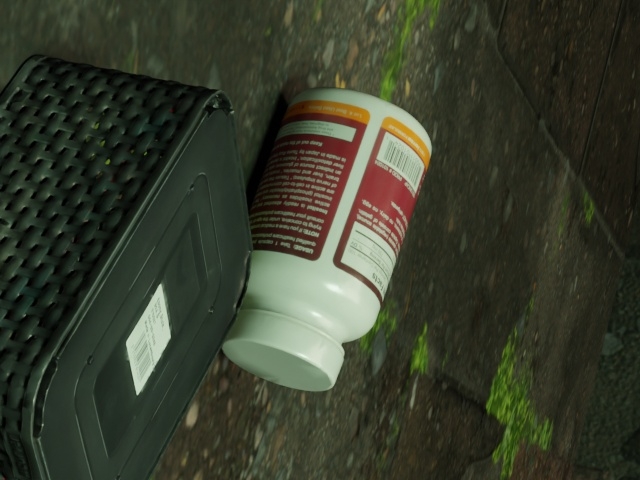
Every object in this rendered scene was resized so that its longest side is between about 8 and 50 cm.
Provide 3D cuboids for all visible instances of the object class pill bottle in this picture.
[{"bbox_3d":[0.000,0.000,1.050,0.086,0.086,0.152,67,40,-62],"label":"pill bottle"}]

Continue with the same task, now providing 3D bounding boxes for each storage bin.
[{"bbox_3d":[-0.100,0.028,0.755,0.122,0.084,0.180,85,24,-45],"label":"storage bin"}]
